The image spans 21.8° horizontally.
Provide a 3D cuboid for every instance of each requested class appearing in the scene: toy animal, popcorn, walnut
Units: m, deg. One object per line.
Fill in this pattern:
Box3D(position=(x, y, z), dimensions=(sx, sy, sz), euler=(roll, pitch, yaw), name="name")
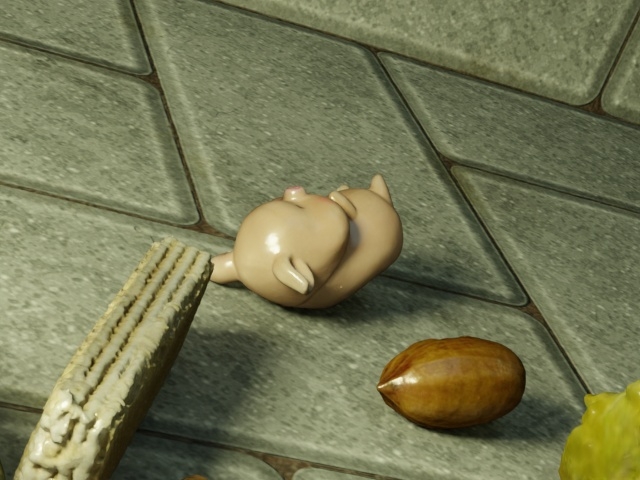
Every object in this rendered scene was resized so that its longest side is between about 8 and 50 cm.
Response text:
Box3D(position=(-0.006, 0.008, 2.065), dimensions=(0.250, 0.166, 0.154), euler=(-11, 83, -44), name="toy animal")
Box3D(position=(0.384, 0.260, 1.775), dimensions=(0.266, 0.233, 0.192), euler=(8, 1, 44), name="popcorn")
Box3D(position=(0.150, 0.165, 1.925), dimensions=(0.207, 0.115, 0.116), euler=(-3, 33, -34), name="walnut")

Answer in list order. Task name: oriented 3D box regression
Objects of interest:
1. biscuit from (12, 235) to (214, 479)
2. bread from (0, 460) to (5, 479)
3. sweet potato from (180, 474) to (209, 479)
Box3D(position=(-0.196, 0.127, 1.633), dimensions=(0.078, 0.144, 0.426), euler=(24, 23, -1), name="biscuit")
Box3D(position=(-0.339, 0.176, 1.264), dimensions=(0.156, 0.260, 0.158), euler=(-46, 25, -29), name="bread")
Box3D(position=(-0.165, 0.275, 1.439), dimensions=(0.067, 0.059, 0.281), euler=(18, 19, 21), name="sweet potato")
